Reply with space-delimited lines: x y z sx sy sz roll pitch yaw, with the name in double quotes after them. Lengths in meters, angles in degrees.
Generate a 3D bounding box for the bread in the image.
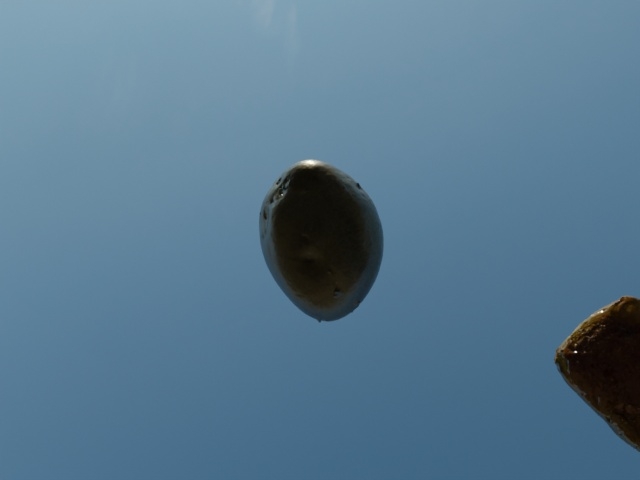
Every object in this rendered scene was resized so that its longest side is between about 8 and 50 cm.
0.383 0.179 0.703 0.139 0.077 0.271 -44 -125 6 "bread"

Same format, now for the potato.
0.000 0.000 0.977 0.178 0.160 0.234 -8 -93 58 "potato"
